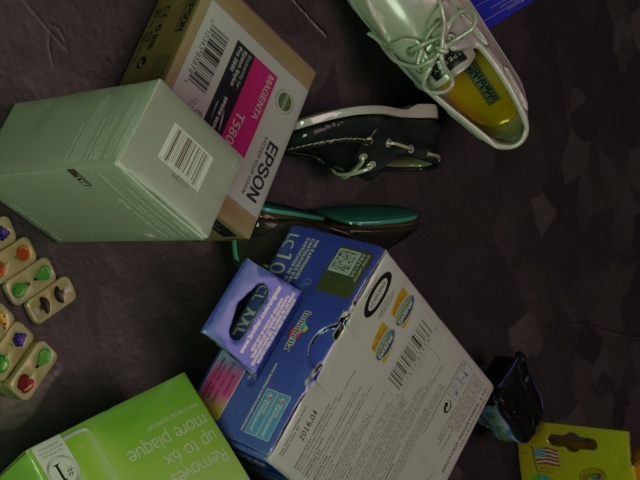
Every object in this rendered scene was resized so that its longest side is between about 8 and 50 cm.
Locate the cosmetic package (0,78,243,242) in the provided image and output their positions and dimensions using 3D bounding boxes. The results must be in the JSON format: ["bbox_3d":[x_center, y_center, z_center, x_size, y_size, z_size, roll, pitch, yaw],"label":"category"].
[{"bbox_3d":[-0.205,-0.069,1.140,0.127,0.238,0.107,42,58,-36],"label":"cosmetic package"}]

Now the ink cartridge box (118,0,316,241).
[{"bbox_3d":[-0.125,-0.144,1.336,0.193,0.088,0.234,38,62,-39],"label":"ink cartridge box"}]

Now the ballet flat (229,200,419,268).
[{"bbox_3d":[0.000,0.000,1.475,0.280,0.095,0.096,2,105,-37],"label":"ballet flat"}]

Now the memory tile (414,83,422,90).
[{"bbox_3d":[0.150,-0.282,1.632,0.148,0.113,0.012,56,15,-30],"label":"memory tile"}]

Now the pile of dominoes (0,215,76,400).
[{"bbox_3d":[-0.345,0.046,1.129,0.251,0.040,0.196,53,54,-34],"label":"pile of dominoes"}]

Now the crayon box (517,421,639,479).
[{"bbox_3d":[0.419,0.423,1.839,0.081,0.202,0.318,-18,104,-47],"label":"crayon box"}]

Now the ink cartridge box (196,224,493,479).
[{"bbox_3d":[0.019,0.170,1.387,0.270,0.151,0.395,-60,139,-18],"label":"ink cartridge box"}]

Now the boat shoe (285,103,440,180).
[{"bbox_3d":[0.060,-0.121,1.519,0.302,0.114,0.091,-10,92,-46],"label":"boat shoe"}]

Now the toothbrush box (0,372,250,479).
[{"bbox_3d":[-0.161,0.305,1.181,0.206,0.122,0.283,-22,78,-45],"label":"toothbrush box"}]

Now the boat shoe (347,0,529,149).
[{"bbox_3d":[0.154,-0.245,1.553,0.367,0.136,0.156,47,18,-29],"label":"boat shoe"}]

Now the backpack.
[{"bbox_3d":[0.271,0.237,1.765,0.105,0.084,0.114,-50,119,-35],"label":"backpack"}]

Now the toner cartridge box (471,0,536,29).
[{"bbox_3d":[0.257,-0.418,1.764,0.348,0.075,0.165,-35,116,-42],"label":"toner cartridge box"}]
